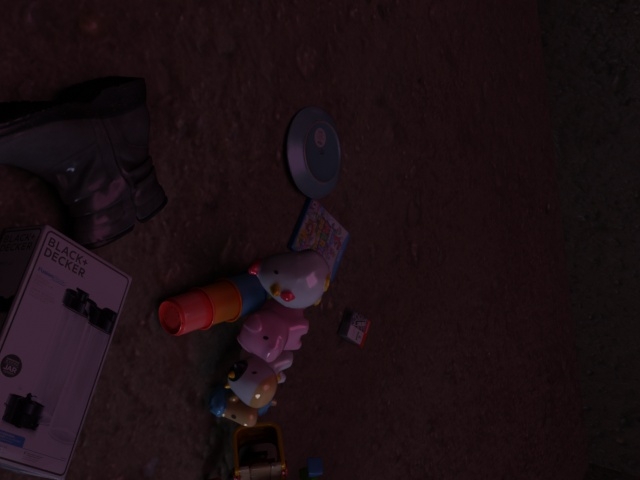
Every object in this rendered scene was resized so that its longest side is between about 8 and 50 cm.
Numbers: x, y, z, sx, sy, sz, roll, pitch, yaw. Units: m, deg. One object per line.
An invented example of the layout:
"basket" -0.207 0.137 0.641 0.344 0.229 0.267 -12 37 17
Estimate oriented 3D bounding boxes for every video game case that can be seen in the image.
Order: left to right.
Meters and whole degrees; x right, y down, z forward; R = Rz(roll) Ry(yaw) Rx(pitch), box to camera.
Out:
"video game case" 0.000 0.000 1.501 0.166 0.015 0.119 43 62 -47

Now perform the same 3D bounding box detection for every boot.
"boot" -0.344 -0.081 0.959 0.338 0.118 0.223 -28 123 -43

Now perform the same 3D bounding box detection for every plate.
"plate" -0.003 -0.178 1.450 0.188 0.024 0.188 -3 94 -53

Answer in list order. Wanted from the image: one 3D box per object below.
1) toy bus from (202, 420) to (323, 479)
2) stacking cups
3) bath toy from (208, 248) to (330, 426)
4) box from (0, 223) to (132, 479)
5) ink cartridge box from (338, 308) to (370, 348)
"toy bus" -0.115 0.406 1.335 0.191 0.202 0.104 26 44 -44
"stacking cups" -0.146 0.104 1.274 0.316 0.096 0.096 -17 109 -47
"bath toy" -0.093 0.160 1.208 0.129 0.151 0.348 11 123 -17
"box" -0.372 0.143 0.929 0.169 0.087 0.290 44 50 -47
"ink cartridge box" 0.087 0.206 1.637 0.115 0.029 0.063 39 65 -48
